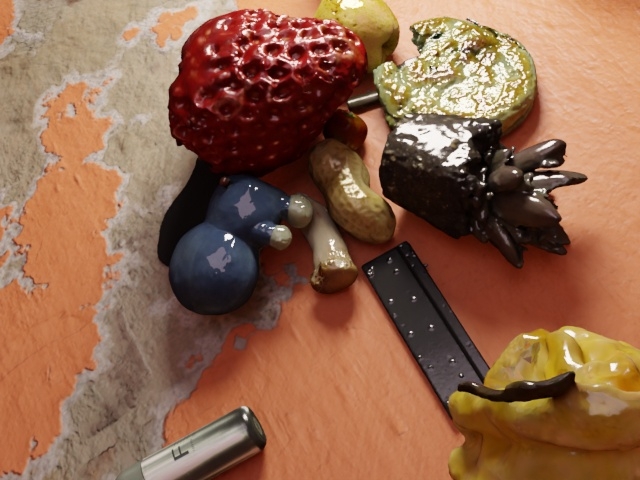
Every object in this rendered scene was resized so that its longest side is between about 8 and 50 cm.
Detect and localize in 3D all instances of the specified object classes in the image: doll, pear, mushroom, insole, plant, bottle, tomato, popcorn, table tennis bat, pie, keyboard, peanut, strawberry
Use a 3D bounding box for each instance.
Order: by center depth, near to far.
[{"bbox_3d":[0.304,0.256,0.908,0.349,0.382,0.349,-18,45,19],"label":"popcorn"},{"bbox_3d":[-0.209,0.346,1.165,0.253,0.079,0.096,-30,20,-1],"label":"bottle"},{"bbox_3d":[0.258,-0.087,1.194,0.320,0.181,0.194,20,62,25],"label":"plant"},{"bbox_3d":[0.177,0.135,1.195,0.101,0.018,0.310,-31,58,1],"label":"keyboard"},{"bbox_3d":[-0.152,0.011,1.285,0.228,0.154,0.258,19,83,48],"label":"doll"},{"bbox_3d":[0.000,0.000,1.296,0.084,0.071,0.209,-53,43,35],"label":"mushroom"},{"bbox_3d":[0.052,-0.086,1.303,0.103,0.098,0.229,-21,60,-10],"label":"peanut"},{"bbox_3d":[-0.087,-0.286,1.312,0.345,0.295,0.317,-21,14,34],"label":"strawberry"},{"bbox_3d":[0.249,-0.290,1.365,0.302,0.067,0.302,-5,62,9],"label":"pie"},{"bbox_3d":[0.045,-0.202,1.383,0.087,0.087,0.075,38,114,29],"label":"tomato"},{"bbox_3d":[0.165,-0.294,1.432,0.234,0.022,0.131,-15,61,6],"label":"table tennis bat"},{"bbox_3d":[0.067,-0.404,1.446,0.178,0.178,0.178,-7,61,13],"label":"pear"},{"bbox_3d":[-0.228,-0.103,1.450,0.119,0.009,0.348,8,66,19],"label":"insole"}]
